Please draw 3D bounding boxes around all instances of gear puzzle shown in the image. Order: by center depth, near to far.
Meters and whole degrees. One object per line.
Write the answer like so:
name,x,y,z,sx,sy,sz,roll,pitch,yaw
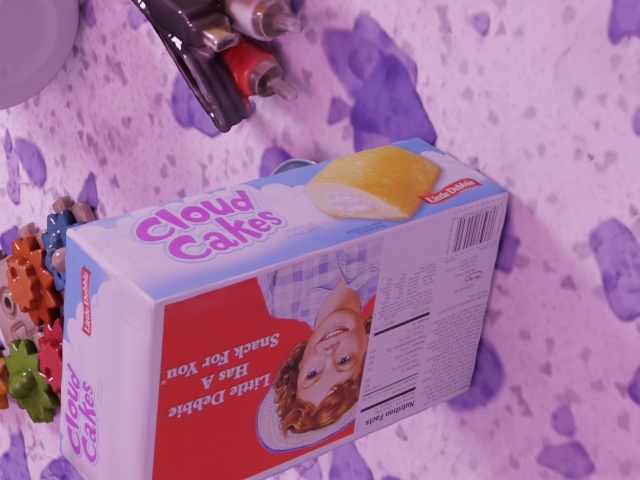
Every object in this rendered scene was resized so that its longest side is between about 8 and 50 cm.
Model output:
gear puzzle,-0.278,0.086,1.379,0.339,0.044,0.175,-29,81,51

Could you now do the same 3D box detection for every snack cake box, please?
snack cake box,-0.019,0.047,0.870,0.089,0.264,0.152,35,129,39

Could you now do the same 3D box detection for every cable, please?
cable,-0.101,-0.181,1.077,0.287,0.072,0.139,46,153,47

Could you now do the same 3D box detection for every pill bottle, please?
pill bottle,-0.330,-0.224,1.241,0.264,0.146,0.146,37,130,37

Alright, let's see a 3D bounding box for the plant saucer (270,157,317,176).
plant saucer,0.000,0.000,1.021,0.119,0.021,0.119,24,120,50
